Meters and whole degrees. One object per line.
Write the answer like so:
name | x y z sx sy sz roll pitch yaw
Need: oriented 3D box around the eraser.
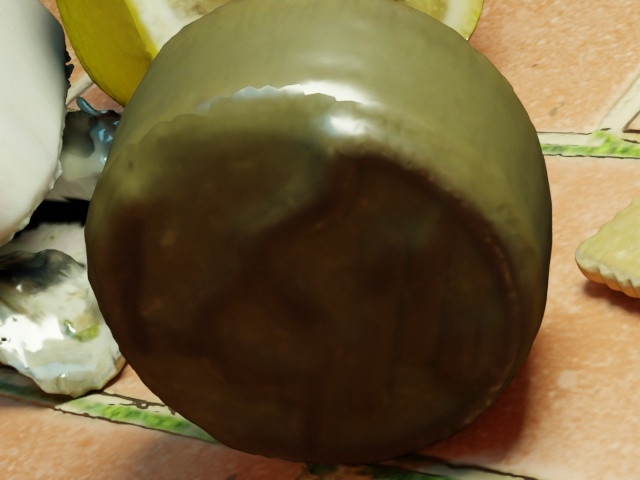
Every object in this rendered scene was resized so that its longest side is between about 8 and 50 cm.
eraser | -0.319 -0.088 1.484 0.331 0.150 0.331 -30 32 21

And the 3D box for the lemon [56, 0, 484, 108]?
lemon | -0.060 -0.236 1.555 0.364 0.364 0.364 -20 30 12

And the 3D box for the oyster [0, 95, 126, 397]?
oyster | -0.234 0.003 1.535 0.351 0.115 0.238 3 49 49

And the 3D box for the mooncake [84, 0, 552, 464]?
mooncake | 0.000 0.000 1.164 0.284 0.284 0.155 -16 29 19

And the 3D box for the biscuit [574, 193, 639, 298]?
biscuit | 0.299 -0.033 1.233 0.250 0.030 0.160 -38 32 -19
